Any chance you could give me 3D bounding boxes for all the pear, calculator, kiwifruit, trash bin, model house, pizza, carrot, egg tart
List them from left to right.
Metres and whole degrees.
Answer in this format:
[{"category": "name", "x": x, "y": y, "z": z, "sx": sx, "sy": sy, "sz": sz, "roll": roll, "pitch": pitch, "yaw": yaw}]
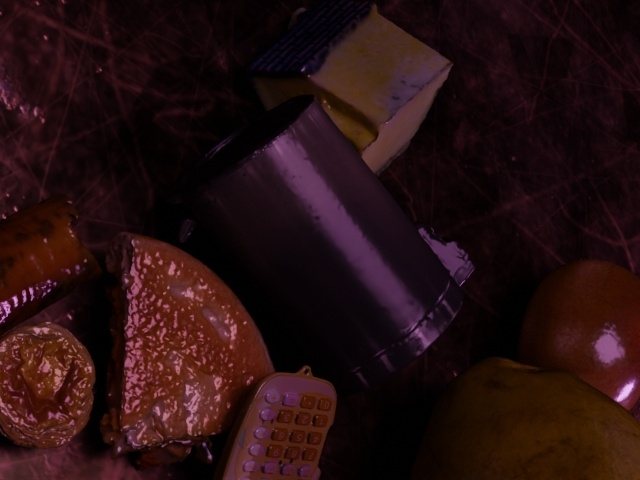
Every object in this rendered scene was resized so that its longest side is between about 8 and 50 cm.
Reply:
[{"category": "carrot", "x": -0.336, "y": 0.051, "z": 1.240, "sx": 0.302, "sy": 0.114, "sz": 0.114, "roll": -33, "pitch": 99, "yaw": -42}, {"category": "egg tart", "x": -0.283, "y": 0.147, "z": 1.292, "sx": 0.130, "sy": 0.052, "sz": 0.130, "roll": 15, "pitch": 66, "yaw": -36}, {"category": "pizza", "x": -0.163, "y": 0.140, "z": 1.376, "sx": 0.289, "sy": 0.081, "sz": 0.229, "roll": 51, "pitch": 55, "yaw": -25}, {"category": "calculator", "x": -0.055, "y": 0.246, "z": 1.403, "sx": 0.157, "sy": 0.033, "sz": 0.236, "roll": 18, "pitch": 92, "yaw": -48}, {"category": "trash bin", "x": 0.000, "y": 0.000, "z": 1.479, "sx": 0.252, "sy": 0.203, "sz": 0.301, "roll": -39, "pitch": 104, "yaw": -4}, {"category": "model house", "x": 0.014, "y": -0.187, "z": 1.618, "sx": 0.211, "sy": 0.170, "sz": 0.194, "roll": 38, "pitch": 55, "yaw": 8}, {"category": "pear", "x": 0.266, "y": 0.340, "z": 1.513, "sx": 0.352, "sy": 0.352, "sz": 0.413, "roll": -5, "pitch": 60, "yaw": -41}, {"category": "kiwifruit", "x": 0.361, "y": 0.143, "z": 1.751, "sx": 0.196, "sy": 0.196, "sz": 0.234, "roll": 39, "pitch": 52, "yaw": -25}]
